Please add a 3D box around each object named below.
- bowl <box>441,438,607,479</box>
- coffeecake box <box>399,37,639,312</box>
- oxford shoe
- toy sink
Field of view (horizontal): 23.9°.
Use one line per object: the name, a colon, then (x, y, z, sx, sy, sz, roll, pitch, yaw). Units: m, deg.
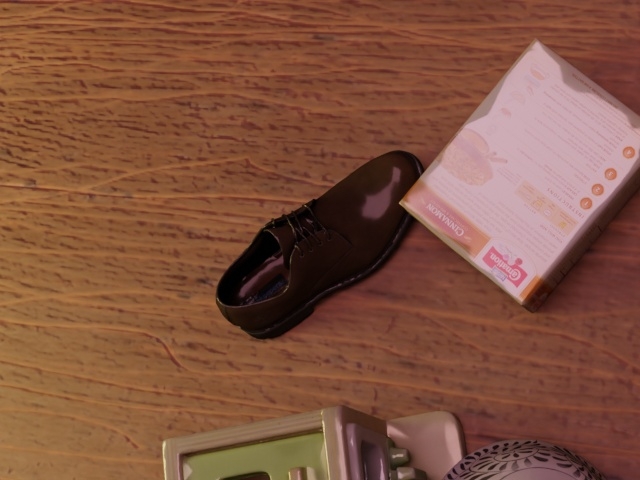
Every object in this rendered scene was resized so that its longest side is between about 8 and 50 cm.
bowl: (0.169, 0.234, 1.197, 0.170, 0.080, 0.170, 0, 73, -1)
coffeecake box: (0.184, -0.054, 1.301, 0.142, 0.068, 0.185, 41, 93, 19)
oxford shoe: (0.000, 0.000, 1.357, 0.227, 0.096, 0.083, -43, 62, 5)
toy sink: (-0.001, 0.227, 1.275, 0.234, 0.131, 0.152, -12, 72, 19)
